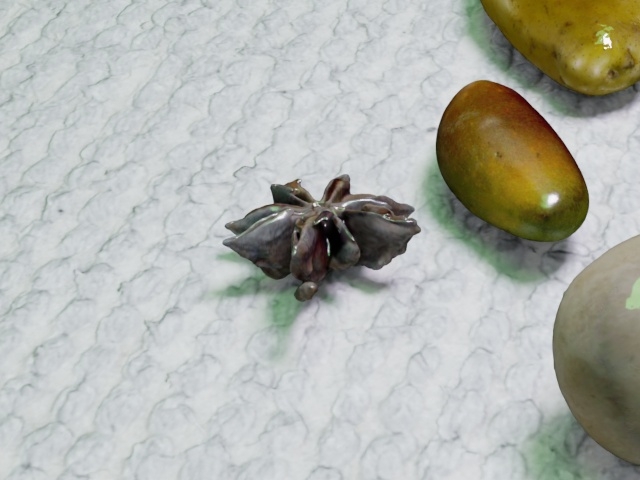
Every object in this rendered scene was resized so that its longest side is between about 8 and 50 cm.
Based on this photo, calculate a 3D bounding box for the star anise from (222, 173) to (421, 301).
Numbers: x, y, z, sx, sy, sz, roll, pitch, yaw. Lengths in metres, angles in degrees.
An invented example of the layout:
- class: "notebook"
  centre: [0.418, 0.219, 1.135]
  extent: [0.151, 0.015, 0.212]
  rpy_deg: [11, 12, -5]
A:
- class: "star anise"
  centre: [0.000, 0.001, 1.340]
  extent: [0.209, 0.089, 0.231]
  rpy_deg: [7, 33, 33]

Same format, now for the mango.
- class: "mango"
  centre: [0.197, -0.079, 1.396]
  extent: [0.133, 0.111, 0.267]
  rpy_deg: [0, 35, -18]

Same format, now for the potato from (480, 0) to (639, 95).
- class: "potato"
  centre: [0.310, -0.310, 1.639]
  extent: [0.195, 0.176, 0.369]
  rpy_deg: [11, 37, -24]

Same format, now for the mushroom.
- class: "mushroom"
  centre: [0.287, 0.089, 1.139]
  extent: [0.204, 0.204, 0.204]
  rpy_deg: [-3, 39, 3]
